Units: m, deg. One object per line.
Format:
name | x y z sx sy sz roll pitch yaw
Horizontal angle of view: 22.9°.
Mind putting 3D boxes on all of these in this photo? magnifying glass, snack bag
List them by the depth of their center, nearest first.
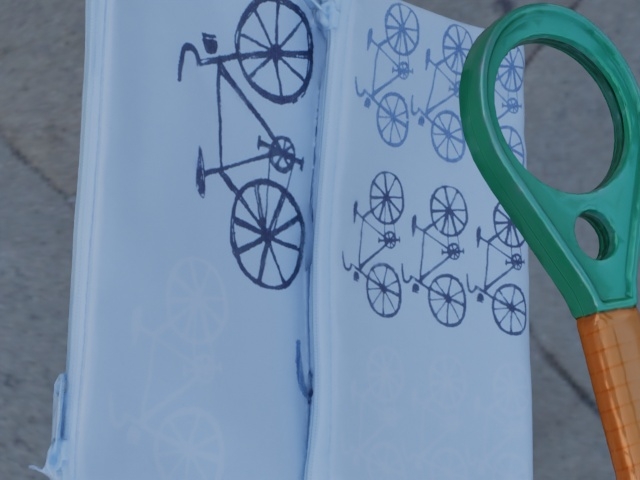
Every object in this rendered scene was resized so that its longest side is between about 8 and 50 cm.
magnifying glass | 0.118 0.008 0.683 0.092 0.026 0.231 -7 80 -31
snack bag | 0.000 0.000 0.902 0.342 0.037 0.323 12 75 -39
